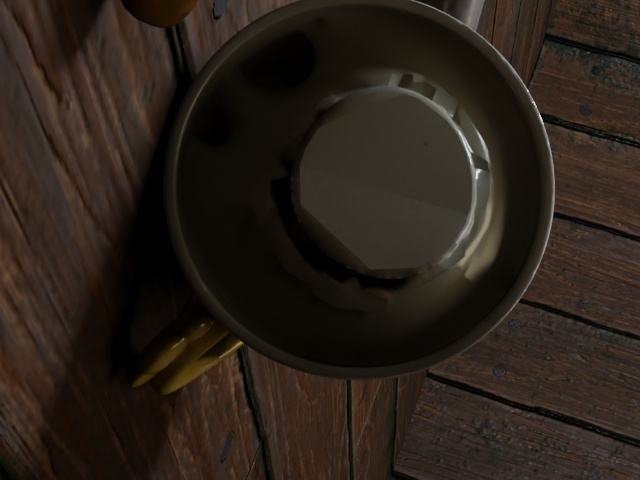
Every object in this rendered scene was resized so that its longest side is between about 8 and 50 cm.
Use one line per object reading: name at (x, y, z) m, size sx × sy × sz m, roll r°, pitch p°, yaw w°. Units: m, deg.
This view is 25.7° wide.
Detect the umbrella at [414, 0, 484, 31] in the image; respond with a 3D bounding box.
umbrella at (0.125, -0.299, 1.126) m, size 0.073 × 0.067 × 0.337 m, roll -82°, pitch -176°, yaw -63°

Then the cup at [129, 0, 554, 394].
cup at (0.000, 0.000, 0.753) m, size 0.241 × 0.185 × 0.226 m, roll -38°, pitch 174°, yaw 0°

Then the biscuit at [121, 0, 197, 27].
biscuit at (-0.011, -0.183, 0.486) m, size 0.208 × 0.047 × 0.164 m, roll -40°, pitch -158°, yaw 61°
